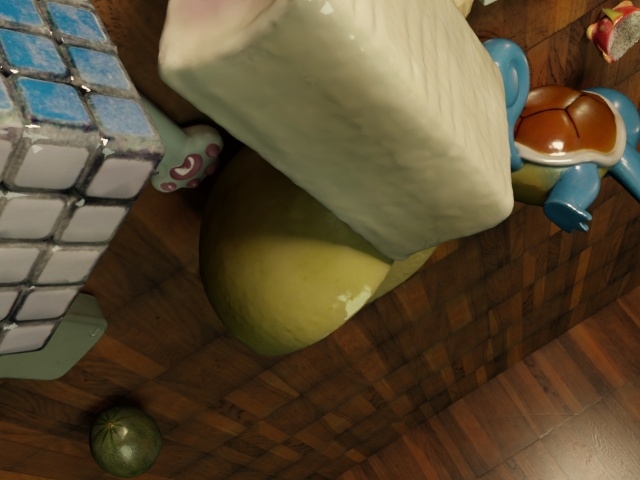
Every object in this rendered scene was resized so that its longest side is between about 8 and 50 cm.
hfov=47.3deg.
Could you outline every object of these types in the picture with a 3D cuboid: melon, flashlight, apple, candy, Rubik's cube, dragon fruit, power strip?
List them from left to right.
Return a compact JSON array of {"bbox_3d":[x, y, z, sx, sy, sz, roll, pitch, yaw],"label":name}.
[{"bbox_3d":[-0.284,-0.071,0.479,0.236,0.237,0.238,1,138,-45],"label":"Rubik's cube"},{"bbox_3d":[-0.404,0.124,0.859,0.193,0.059,0.265,-44,151,13],"label":"power strip"},{"bbox_3d":[-0.329,0.341,1.239,0.114,0.114,0.167,-28,153,-9],"label":"melon"},{"bbox_3d":[-0.171,-0.105,0.744,0.093,0.047,0.200,-37,153,9],"label":"flashlight"},{"bbox_3d":[-0.013,-0.016,0.855,0.257,0.233,0.295,-33,175,36],"label":"apple"},{"bbox_3d":[0.036,-0.147,0.614,0.145,0.208,0.358,-18,145,30],"label":"candy"},{"bbox_3d":[0.413,-0.300,1.029,0.083,0.056,0.060,-46,128,12],"label":"dragon fruit"}]

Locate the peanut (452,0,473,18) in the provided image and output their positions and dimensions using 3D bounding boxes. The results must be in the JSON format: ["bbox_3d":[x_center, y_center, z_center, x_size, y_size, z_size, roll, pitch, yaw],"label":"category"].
[{"bbox_3d":[0.092,-0.267,0.710,0.087,0.087,0.206,-41,151,17],"label":"peanut"}]

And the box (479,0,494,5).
[{"bbox_3d":[0.258,-0.361,0.749,0.242,0.067,0.155,-28,154,-9],"label":"box"}]

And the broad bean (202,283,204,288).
[{"bbox_3d":[-0.069,0.087,1.138,0.098,0.056,0.318,-17,160,26],"label":"broad bean"}]

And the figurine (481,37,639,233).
[{"bbox_3d":[0.320,-0.131,1.066,0.297,0.243,0.416,3,179,45],"label":"figurine"}]
